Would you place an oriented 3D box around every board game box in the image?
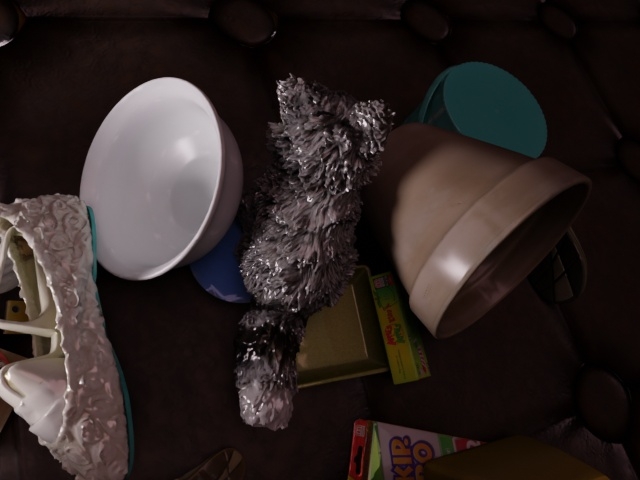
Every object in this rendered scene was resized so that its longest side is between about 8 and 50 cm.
[{"bbox_3d":[-0.143,0.032,0.747,0.133,0.033,0.169,28,56,-4],"label":"board game box"},{"bbox_3d":[0.172,0.380,0.711,0.259,0.039,0.124,14,66,-10],"label":"board game box"},{"bbox_3d":[0.139,0.151,0.757,0.043,0.092,0.182,-19,71,22],"label":"board game box"}]

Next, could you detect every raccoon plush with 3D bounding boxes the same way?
[{"bbox_3d":[0.000,0.000,0.600,0.216,0.299,0.447,3,57,-16],"label":"raccoon plush"}]

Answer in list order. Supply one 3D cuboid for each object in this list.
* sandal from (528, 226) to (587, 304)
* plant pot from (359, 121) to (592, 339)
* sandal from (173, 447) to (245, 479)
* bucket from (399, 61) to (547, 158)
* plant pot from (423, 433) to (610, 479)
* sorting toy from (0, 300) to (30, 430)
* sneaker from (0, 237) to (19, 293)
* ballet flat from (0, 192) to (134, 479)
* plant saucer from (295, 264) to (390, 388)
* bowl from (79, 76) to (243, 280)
[{"bbox_3d":[0.501,-0.014,0.935,0.086,0.120,0.303,5,67,-31],"label":"sandal"},{"bbox_3d":[0.212,-0.045,0.726,0.323,0.323,0.280,-28,56,-26],"label":"plant pot"},{"bbox_3d":[-0.188,0.354,0.598,0.180,0.049,0.072,-21,82,-39],"label":"sandal"},{"bbox_3d":[0.313,-0.220,0.912,0.281,0.183,0.281,7,66,-17],"label":"bucket"},{"bbox_3d":[0.310,0.417,0.620,0.212,0.187,0.212,-4,71,-22],"label":"plant pot"},{"bbox_3d":[-0.438,0.181,0.533,0.132,0.046,0.275,44,43,-39],"label":"sorting toy"},{"bbox_3d":[-0.571,-0.028,0.588,0.321,0.127,0.126,38,60,-29],"label":"sneaker"},{"bbox_3d":[-0.357,0.126,0.565,0.146,0.147,0.409,-12,72,-22],"label":"ballet flat"},{"bbox_3d":[0.012,0.145,0.744,0.188,0.045,0.188,-5,71,-19],"label":"plant saucer"},{"bbox_3d":[-0.223,-0.083,0.673,0.134,0.297,0.298,16,55,-60],"label":"bowl"}]
